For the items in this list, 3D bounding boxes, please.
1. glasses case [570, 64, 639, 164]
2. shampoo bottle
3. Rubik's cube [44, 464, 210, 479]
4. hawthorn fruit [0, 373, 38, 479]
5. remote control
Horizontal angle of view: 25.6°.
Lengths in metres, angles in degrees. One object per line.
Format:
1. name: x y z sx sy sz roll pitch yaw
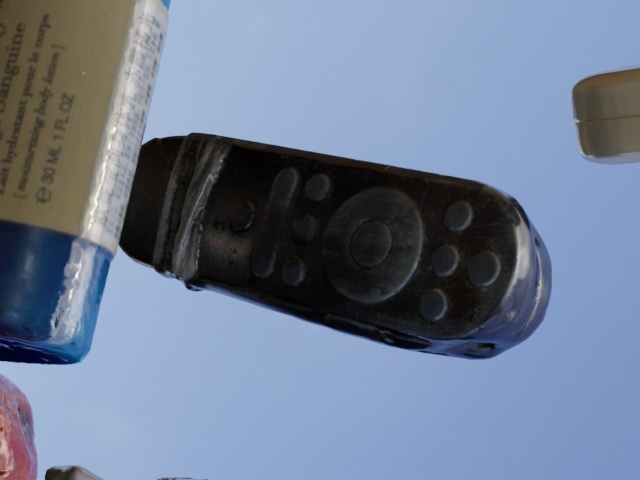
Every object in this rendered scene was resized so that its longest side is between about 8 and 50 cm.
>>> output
1. glasses case: 0.189 -0.074 0.779 0.083 0.050 0.196 -8 -175 17
2. shampoo bottle: -0.100 -0.051 0.482 0.087 0.050 0.183 5 -108 18
3. Rubik's cube: -0.120 0.315 0.763 0.358 0.368 0.387 158 -67 -70
4. hawthorn fruit: -0.357 0.200 1.287 0.207 0.207 0.243 -54 180 -9
5. remote control: 0.000 0.000 0.726 0.266 0.066 0.090 14 -101 36
